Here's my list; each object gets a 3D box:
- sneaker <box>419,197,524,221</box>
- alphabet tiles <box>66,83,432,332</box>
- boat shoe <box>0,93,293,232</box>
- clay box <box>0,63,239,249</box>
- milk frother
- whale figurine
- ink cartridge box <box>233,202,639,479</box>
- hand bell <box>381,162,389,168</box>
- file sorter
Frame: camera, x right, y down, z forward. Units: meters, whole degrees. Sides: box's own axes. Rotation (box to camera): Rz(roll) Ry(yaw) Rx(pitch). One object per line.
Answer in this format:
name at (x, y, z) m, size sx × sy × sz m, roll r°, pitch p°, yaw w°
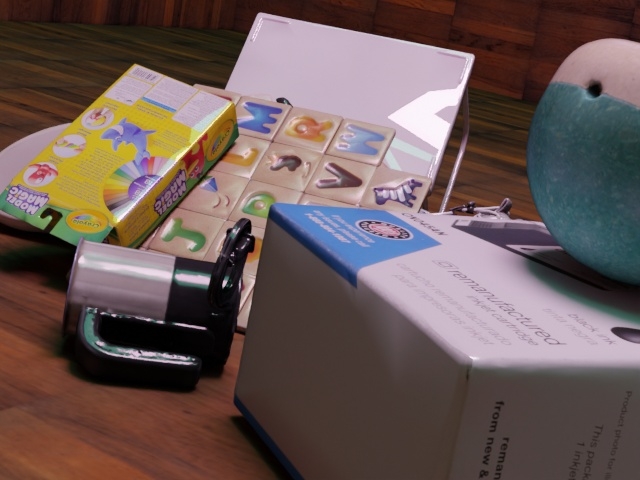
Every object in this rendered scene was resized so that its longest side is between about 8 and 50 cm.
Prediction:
sneaker at (0.151, 0.001, 1.193) m, size 0.281 × 0.115 × 0.105 m, roll 24°, pitch 16°, yaw 10°
alphabet tiles at (-0.079, -0.038, 1.154) m, size 0.343 × 0.011 × 0.285 m, roll 14°, pitch 51°, yaw 17°
boat shoe at (-0.184, -0.052, 1.303) m, size 0.341 × 0.127 × 0.158 m, roll -10°, pitch -26°, yaw -5°
clay box at (-0.193, -0.070, 1.148) m, size 0.127 × 0.053 × 0.222 m, roll 23°, pitch 55°, yaw 23°
milk frother at (-0.126, 0.030, 0.928) m, size 0.135 × 0.143 × 0.129 m, roll 10°, pitch 22°, yaw -8°
whale figurine at (0.247, -0.019, 0.788) m, size 0.272 × 0.141 × 0.216 m, roll 30°, pitch 1°, yaw -37°
ink cartridge box at (0.179, 0.099, 0.820) m, size 0.395 × 0.166 × 0.285 m, roll 3°, pitch 17°, yaw -27°
hand bell at (0.000, 0.000, 1.260) m, size 0.126 × 0.126 × 0.242 m, roll 13°, pitch 27°, yaw 10°
file sorter at (0.032, -0.131, 1.481) m, size 0.278 × 0.192 × 0.173 m, roll 14°, pitch -25°, yaw 14°
